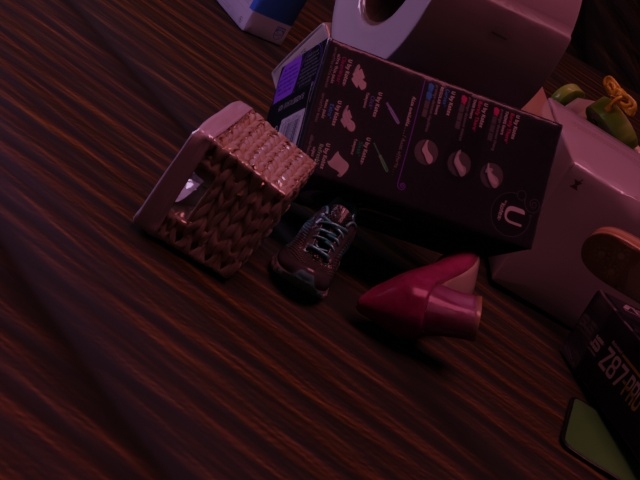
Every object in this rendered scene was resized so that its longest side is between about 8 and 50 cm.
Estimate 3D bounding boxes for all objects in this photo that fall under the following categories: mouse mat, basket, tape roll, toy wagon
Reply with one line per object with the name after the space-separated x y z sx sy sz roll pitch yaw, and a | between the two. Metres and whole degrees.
0.321 0.227 1.587 0.189 0.007 0.152 34 18 4 | mouse mat
-0.082 -0.046 1.479 0.103 0.113 0.167 36 18 1 | basket
0.145 -0.262 1.735 0.169 0.246 0.246 20 21 -26 | tape roll
0.408 -0.102 2.233 0.267 0.068 0.344 54 -4 32 | toy wagon

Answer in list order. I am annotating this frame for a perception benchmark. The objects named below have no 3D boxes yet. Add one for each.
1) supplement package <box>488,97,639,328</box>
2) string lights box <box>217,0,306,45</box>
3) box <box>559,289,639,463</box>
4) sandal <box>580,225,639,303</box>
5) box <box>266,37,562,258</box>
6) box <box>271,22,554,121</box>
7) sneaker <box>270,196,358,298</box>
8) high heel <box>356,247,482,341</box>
0.316 -0.026 1.976 0.177 0.175 0.293 31 17 -8 | supplement package
-0.047 -0.427 2.311 0.076 0.260 0.133 18 23 -36 | string lights box
0.473 0.225 1.692 0.395 0.097 0.318 26 13 -17 | box
0.386 0.067 1.751 0.240 0.088 0.079 27 31 16 | sandal
0.086 -0.087 1.672 0.270 0.143 0.165 18 -11 -16 | box
0.114 -0.162 1.902 0.311 0.121 0.148 -4 67 -37 | box
0.000 0.000 1.544 0.065 0.076 0.166 30 18 -3 | sneaker
0.096 0.048 1.611 0.117 0.082 0.244 12 17 0 | high heel
